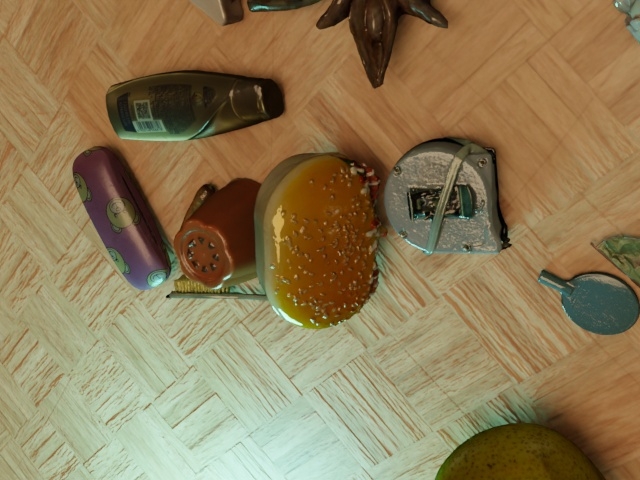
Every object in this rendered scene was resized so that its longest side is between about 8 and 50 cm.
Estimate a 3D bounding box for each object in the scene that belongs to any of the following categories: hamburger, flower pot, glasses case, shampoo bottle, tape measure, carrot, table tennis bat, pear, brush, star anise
[{"bbox_3d":[0.000,0.000,1.105,0.151,0.227,0.296,28,127,44],"label":"hamburger"},{"bbox_3d":[-0.164,-0.002,1.223,0.190,0.173,0.191,10,114,23],"label":"flower pot"},{"bbox_3d":[-0.416,-0.044,1.401,0.123,0.076,0.317,-22,97,33],"label":"glasses case"},{"bbox_3d":[-0.233,-0.246,1.215,0.349,0.084,0.126,1,112,28],"label":"shampoo bottle"},{"bbox_3d":[0.191,-0.066,1.040,0.180,0.107,0.182,-8,108,24],"label":"tape measure"},{"bbox_3d":[-0.252,-0.051,1.334,0.035,0.035,0.165,43,125,8],"label":"carrot"},{"bbox_3d":[0.410,0.088,1.031,0.155,0.019,0.100,25,120,16],"label":"table tennis bat"},{"bbox_3d":[0.315,0.438,1.074,0.294,0.294,0.295,11,114,25],"label":"pear"},{"bbox_3d":[-0.184,0.093,1.345,0.296,0.068,0.060,0,88,25],"label":"brush"},{"bbox_3d":[0.071,-0.397,0.976,0.349,0.109,0.292,-43,79,24],"label":"star anise"}]

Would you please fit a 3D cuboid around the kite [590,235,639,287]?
[{"bbox_3d":[0.553,0.037,0.935,0.322,0.013,0.268,-3,109,28],"label":"kite"}]

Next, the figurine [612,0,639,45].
[{"bbox_3d":[0.408,-0.319,0.794,0.141,0.162,0.237,-22,102,-9],"label":"figurine"}]

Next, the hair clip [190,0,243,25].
[{"bbox_3d":[-0.256,-0.496,1.128,0.330,0.085,0.101,42,125,6],"label":"hair clip"}]
